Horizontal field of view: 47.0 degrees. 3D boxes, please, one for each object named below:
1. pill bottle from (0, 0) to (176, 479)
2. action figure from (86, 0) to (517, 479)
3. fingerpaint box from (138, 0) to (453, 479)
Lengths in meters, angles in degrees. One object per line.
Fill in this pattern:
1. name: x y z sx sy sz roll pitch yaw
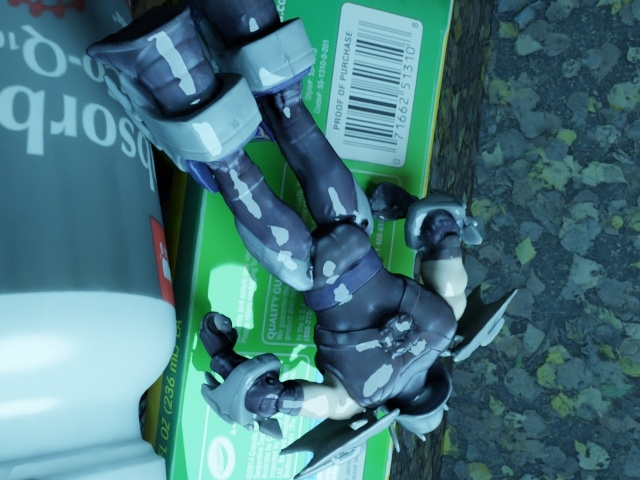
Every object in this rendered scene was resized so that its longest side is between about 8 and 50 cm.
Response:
1. pill bottle: -0.193 -0.007 0.404 0.210 0.210 0.363 21 55 -66
2. action figure: 0.000 0.000 0.393 0.185 0.099 0.285 -41 113 -29
3. fingerpaint box: -0.083 0.029 0.617 0.163 0.371 0.445 6 94 -24
